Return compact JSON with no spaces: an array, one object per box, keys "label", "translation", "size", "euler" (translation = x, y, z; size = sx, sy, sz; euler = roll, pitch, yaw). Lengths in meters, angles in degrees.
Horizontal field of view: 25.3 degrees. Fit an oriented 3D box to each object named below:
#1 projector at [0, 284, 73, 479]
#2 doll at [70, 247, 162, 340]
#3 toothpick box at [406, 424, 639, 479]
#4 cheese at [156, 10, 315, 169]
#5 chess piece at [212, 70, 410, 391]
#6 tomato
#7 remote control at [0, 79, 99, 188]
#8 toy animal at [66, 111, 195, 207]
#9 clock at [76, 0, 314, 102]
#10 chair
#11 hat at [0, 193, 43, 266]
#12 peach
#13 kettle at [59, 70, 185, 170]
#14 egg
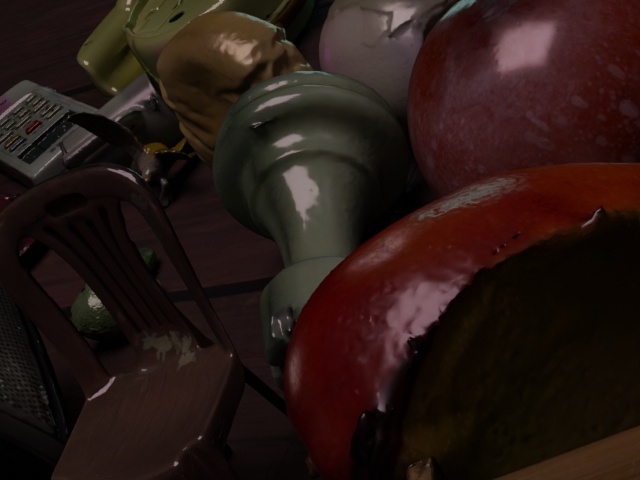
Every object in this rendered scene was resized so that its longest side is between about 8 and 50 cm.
[{"label":"projector","translation":[-0.432,0.215,1.302],"size":[0.395,0.242,0.405],"euler":[-54,30,7]},{"label":"doll","translation":[-0.231,0.054,1.576],"size":[0.115,0.078,0.150],"euler":[-14,24,15]},{"label":"toothpick box","translation":[0.227,0.196,0.815],"size":[0.308,0.190,0.187],"euler":[-23,32,13]},{"label":"cheese","translation":[-0.075,-0.154,1.565],"size":[0.117,0.214,0.226],"euler":[-47,25,-26]},{"label":"chess piece","translation":[0.000,0.000,1.321],"size":[0.194,0.194,0.299],"euler":[-26,41,17]},{"label":"tomato","translation":[0.200,-0.125,1.228],"size":[0.270,0.227,0.270],"euler":[-25,35,19]},{"label":"remote control","translation":[-0.413,-0.153,2.060],"size":[0.145,0.050,0.344],"euler":[-45,32,-14]},{"label":"toy animal","translation":[-0.213,-0.086,1.733],"size":[0.155,0.219,0.095],"euler":[-60,33,38]},{"label":"clock","translation":[-0.144,-0.309,1.936],"size":[0.348,0.117,0.286],"euler":[-1,46,45]},{"label":"chair","translation":[-0.141,0.122,1.132],"size":[0.175,0.326,0.183],"euler":[-20,33,28]},{"label":"hat","translation":[-0.445,-0.003,1.845],"size":[0.205,0.089,0.205],"euler":[-25,32,17]},{"label":"peach","translation":[0.119,0.062,1.014],"size":[0.362,0.258,0.201],"euler":[-45,36,-11]},{"label":"kettle","translation":[-0.250,-0.130,1.815],"size":[0.148,0.098,0.127],"euler":[-36,28,3]},{"label":"egg","translation":[0.088,-0.195,1.485],"size":[0.183,0.183,0.217],"euler":[-49,23,-21]}]
